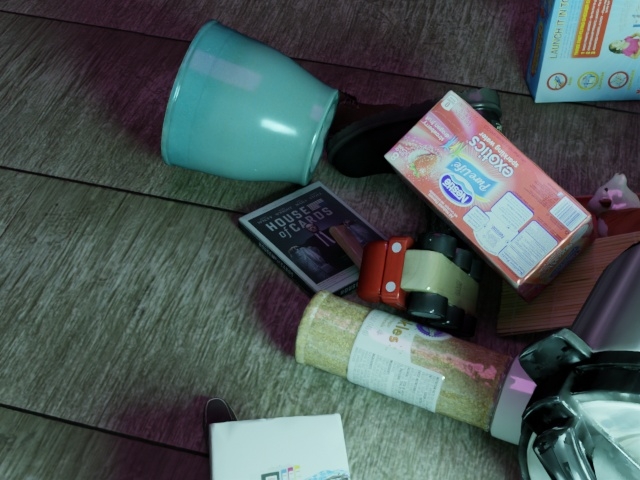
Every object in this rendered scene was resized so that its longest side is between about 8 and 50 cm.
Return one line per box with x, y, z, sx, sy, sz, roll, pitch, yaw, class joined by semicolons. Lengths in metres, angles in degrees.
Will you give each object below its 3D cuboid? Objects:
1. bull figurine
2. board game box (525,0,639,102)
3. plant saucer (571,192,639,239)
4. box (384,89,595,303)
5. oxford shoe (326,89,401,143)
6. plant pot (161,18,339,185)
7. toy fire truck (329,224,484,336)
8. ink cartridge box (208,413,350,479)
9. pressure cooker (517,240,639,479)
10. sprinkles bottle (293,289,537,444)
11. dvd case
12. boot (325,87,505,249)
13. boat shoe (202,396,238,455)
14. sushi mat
0.534;0.013;1.579;0.189;0.101;0.310;-9;46;10;bull figurine
0.582;-0.422;1.976;0.302;0.308;0.086;-2;42;-5;board game box
0.474;0.024;1.683;0.259;0.047;0.258;-2;43;-6;plant saucer
0.261;-0.065;1.548;0.154;0.142;0.300;-45;67;2;box
0.057;-0.240;1.916;0.227;0.096;0.082;-8;42;-13;oxford shoe
-0.112;-0.223;1.783;0.255;0.271;0.271;19;45;4;plant pot
0.107;0.044;1.534;0.247;0.217;0.158;3;77;27;toy fire truck
-0.047;0.355;1.217;0.168;0.171;0.232;-3;43;-5;ink cartridge box
0.451;0.234;1.233;0.370;0.375;0.420;14;42;31;pressure cooker
0.142;0.180;1.449;0.356;0.121;0.121;18;45;17;sprinkles bottle
0.000;0.000;1.704;0.179;0.029;0.239;-27;51;-28;dvd case
0.175;-0.099;1.745;0.348;0.131;0.260;-15;72;28;boot
-0.133;0.272;1.391;0.056;0.049;0.152;-10;44;-12;boat shoe
0.415;0.062;1.522;0.317;0.019;0.151;-11;50;34;sushi mat
